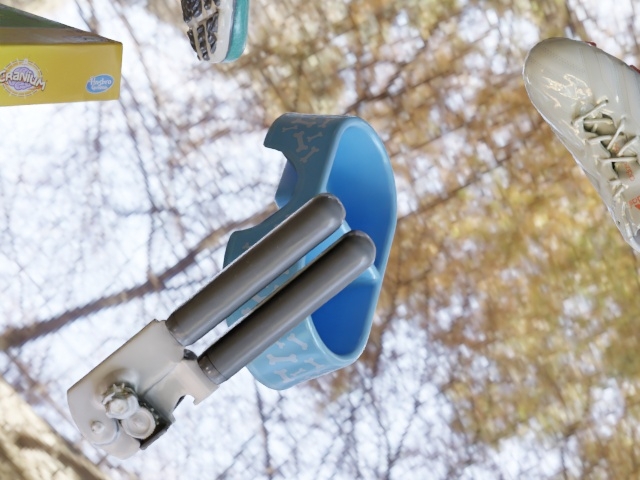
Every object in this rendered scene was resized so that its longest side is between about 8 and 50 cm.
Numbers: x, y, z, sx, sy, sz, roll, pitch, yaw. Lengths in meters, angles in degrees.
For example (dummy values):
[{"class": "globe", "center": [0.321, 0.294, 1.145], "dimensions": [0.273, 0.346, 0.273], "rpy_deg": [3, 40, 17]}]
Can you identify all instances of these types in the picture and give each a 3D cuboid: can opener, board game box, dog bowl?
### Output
[{"class": "can opener", "center": [-0.081, 0.066, 0.989], "dimensions": [0.280, 0.074, 0.093], "rpy_deg": [-39, -173, 15]}, {"class": "board game box", "center": [-0.399, -0.192, 1.307], "dimensions": [0.242, 0.064, 0.316], "rpy_deg": [22, -159, 36]}, {"class": "dog bowl", "center": [0.000, 0.000, 1.207], "dimensions": [0.074, 0.166, 0.297], "rpy_deg": [-10, -136, 28]}]

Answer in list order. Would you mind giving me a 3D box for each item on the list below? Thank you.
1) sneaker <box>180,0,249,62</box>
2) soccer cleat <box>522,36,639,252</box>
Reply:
[{"class": "sneaker", "center": [-0.045, -0.274, 1.044], "dimensions": [0.107, 0.110, 0.275], "rpy_deg": [4, -100, 65]}, {"class": "soccer cleat", "center": [0.199, -0.048, 0.817], "dimensions": [0.068, 0.196, 0.076], "rpy_deg": [-30, -159, 41]}]
